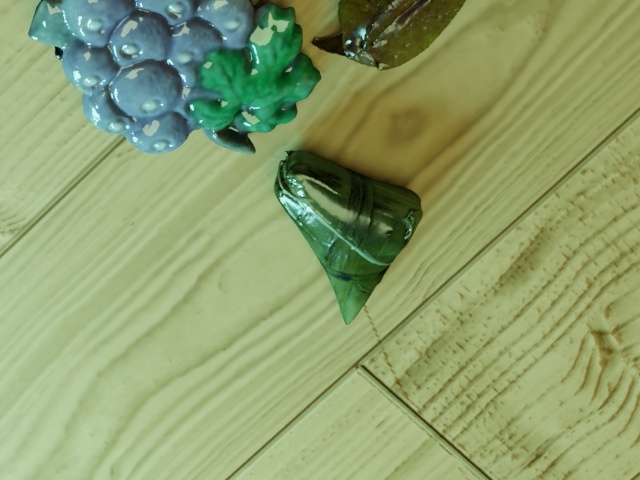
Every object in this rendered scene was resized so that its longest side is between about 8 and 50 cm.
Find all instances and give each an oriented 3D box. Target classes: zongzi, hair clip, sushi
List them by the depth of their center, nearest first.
[{"bbox_3d":[-0.091,-0.113,1.062,0.195,0.052,0.124,12,123,-29],"label":"hair clip"},{"bbox_3d":[0.049,-0.152,1.068,0.052,0.055,0.120,21,120,-35],"label":"sushi"},{"bbox_3d":[0.000,0.000,1.140,0.104,0.052,0.113,23,122,-16],"label":"zongzi"}]
